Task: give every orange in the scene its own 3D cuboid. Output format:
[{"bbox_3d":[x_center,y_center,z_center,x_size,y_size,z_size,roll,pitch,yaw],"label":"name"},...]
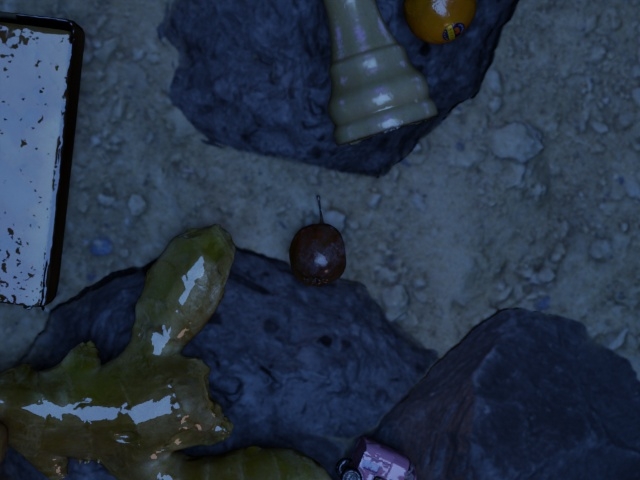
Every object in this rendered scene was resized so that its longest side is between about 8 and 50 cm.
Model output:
[{"bbox_3d":[0.130,-0.258,1.394,0.083,0.083,0.084,0,94,-5],"label":"orange"}]

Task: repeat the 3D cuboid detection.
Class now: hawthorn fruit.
[{"bbox_3d":[0.000,0.000,1.416,0.066,0.067,0.103,12,67,-6],"label":"hawthorn fruit"}]

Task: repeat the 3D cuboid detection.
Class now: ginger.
[{"bbox_3d":[-0.196,0.208,1.388,0.348,0.122,0.363,-23,101,-1],"label":"ginger"}]

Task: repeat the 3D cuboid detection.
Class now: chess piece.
[{"bbox_3d":[0.019,-0.306,1.368,0.117,0.117,0.397,-17,94,-4],"label":"chess piece"}]

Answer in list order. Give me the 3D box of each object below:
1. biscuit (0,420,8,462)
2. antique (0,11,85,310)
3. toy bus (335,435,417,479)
[{"bbox_3d":[-0.434,0.226,1.339,0.207,0.047,0.164,13,130,1],"label":"biscuit"},{"bbox_3d":[-0.319,-0.084,1.360,0.093,0.087,0.310,6,94,-4],"label":"antique"},{"bbox_3d":[0.039,0.328,1.433,0.090,0.063,0.203,24,90,-7],"label":"toy bus"}]
